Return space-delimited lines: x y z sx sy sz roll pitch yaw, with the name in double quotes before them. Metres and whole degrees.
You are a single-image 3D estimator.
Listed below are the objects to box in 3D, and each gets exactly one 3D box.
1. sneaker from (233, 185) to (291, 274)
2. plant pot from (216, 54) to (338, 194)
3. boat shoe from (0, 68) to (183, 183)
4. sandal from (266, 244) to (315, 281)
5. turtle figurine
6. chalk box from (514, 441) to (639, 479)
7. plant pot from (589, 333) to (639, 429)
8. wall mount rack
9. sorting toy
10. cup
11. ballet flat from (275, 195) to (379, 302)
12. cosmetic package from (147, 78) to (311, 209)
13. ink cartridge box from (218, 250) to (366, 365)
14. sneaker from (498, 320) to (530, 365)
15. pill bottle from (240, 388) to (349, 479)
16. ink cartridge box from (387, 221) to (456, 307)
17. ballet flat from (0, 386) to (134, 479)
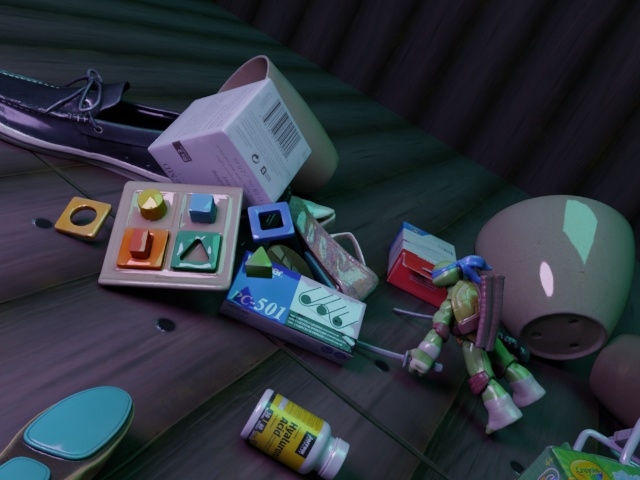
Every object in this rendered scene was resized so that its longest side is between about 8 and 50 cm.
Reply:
"sneaker" -0.145 -0.017 1.035 0.087 0.130 0.227 44 49 -23
"plant pot" -0.099 -0.224 1.331 0.274 0.256 0.256 34 18 -32
"boat shoe" -0.406 -0.227 1.077 0.501 0.155 0.186 19 28 -17
"sandal" -0.035 0.084 0.993 0.180 0.049 0.072 49 34 10
"turtle figurine" 0.222 0.186 0.992 0.266 0.275 0.198 58 10 15
"chalk box" 0.298 0.355 0.646 0.179 0.180 0.289 20 24 -19
"plant pot" 0.647 0.284 1.105 0.263 0.262 0.229 11 13 -34
"wall mount rack" 0.519 0.364 0.804 0.304 0.130 0.350 31 -20 14
"sorting toy" -0.212 -0.018 0.848 0.348 0.047 0.195 3 54 0
"cup" 0.491 0.105 1.229 0.331 0.331 0.236 23 46 -11
"ballet flat" 0.000 0.000 1.101 0.106 0.107 0.316 -29 59 -15
"cosmetic package" -0.147 -0.151 0.984 0.151 0.184 0.151 58 45 -30
"ink cartridge box" -0.040 0.103 0.900 0.207 0.046 0.097 24 51 -7
"sneaker" 0.334 0.184 1.177 0.089 0.051 0.170 16 22 -25
"pill bottle" -0.028 0.228 0.687 0.116 0.065 0.065 29 24 3
"ink cartridge box" 0.218 0.058 1.262 0.134 0.078 0.231 27 24 -2
"ballet flat" -0.242 0.204 0.506 0.080 0.073 0.232 23 17 8
